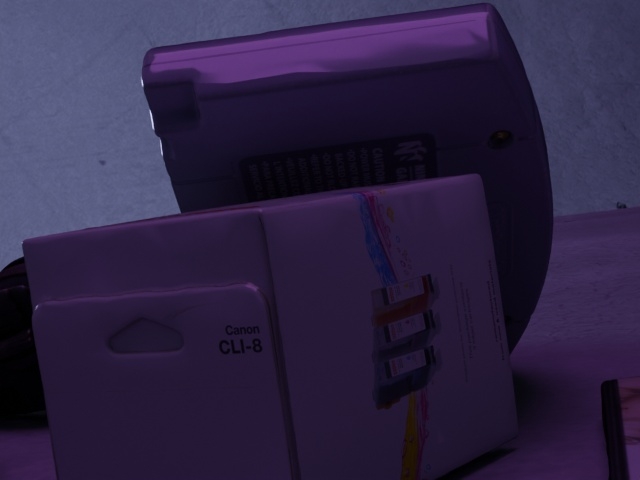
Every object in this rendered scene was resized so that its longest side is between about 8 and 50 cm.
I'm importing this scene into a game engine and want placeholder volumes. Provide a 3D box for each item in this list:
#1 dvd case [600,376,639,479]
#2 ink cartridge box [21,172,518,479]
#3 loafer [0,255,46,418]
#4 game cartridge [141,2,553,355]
[{"bbox_3d":[0.200,0.075,0.500,0.181,0.022,0.253,-7,3,12],"label":"dvd case"},{"bbox_3d":[-0.016,0.045,0.564,0.128,0.127,0.176,-7,2,35],"label":"ink cartridge box"},{"bbox_3d":[-0.237,0.084,0.890,0.303,0.109,0.095,-14,16,39],"label":"loafer"},{"bbox_3d":[0.029,-0.010,0.727,0.196,0.060,0.294,-4,-35,5],"label":"game cartridge"}]
